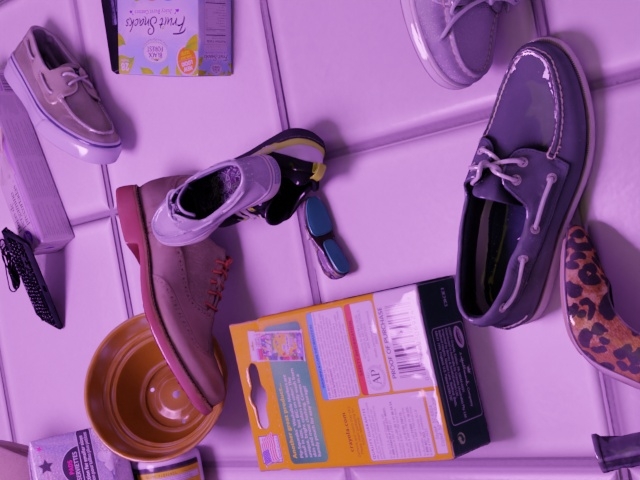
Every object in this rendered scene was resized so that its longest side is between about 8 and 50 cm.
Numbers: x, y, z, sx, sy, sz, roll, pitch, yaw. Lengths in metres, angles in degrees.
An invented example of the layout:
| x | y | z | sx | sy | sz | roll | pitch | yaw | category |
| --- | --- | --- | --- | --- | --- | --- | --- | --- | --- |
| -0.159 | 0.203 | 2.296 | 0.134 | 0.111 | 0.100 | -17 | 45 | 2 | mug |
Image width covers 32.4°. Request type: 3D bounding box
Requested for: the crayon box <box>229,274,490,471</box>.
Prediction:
| x | y | z | sx | sy | sz | roll | pitch | yaw | category |
| --- | --- | --- | --- | --- | --- | --- | --- | --- | --- |
| 0.040 | 0.172 | 1.369 | 0.323 | 0.083 | 0.203 | -15 | 86 | 42 | crayon box |

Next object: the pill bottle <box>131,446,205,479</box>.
| x | y | z | sx | sy | sz | roll | pitch | yaw | category |
| --- | --- | --- | --- | --- | --- | --- | --- | --- | --- |
| -0.212 | 0.402 | 1.617 | 0.103 | 0.103 | 0.184 | -13 | 87 | 42 | pill bottle |

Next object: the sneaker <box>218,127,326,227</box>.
| x | y | z | sx | sy | sz | roll | pitch | yaw | category |
| --- | --- | --- | --- | --- | --- | --- | --- | --- | --- |
| -0.082 | -0.059 | 1.424 | 0.234 | 0.084 | 0.097 | -33 | 48 | 40 | sneaker |

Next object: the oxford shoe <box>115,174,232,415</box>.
| x | y | z | sx | sy | sz | roll | pitch | yaw | category |
| --- | --- | --- | --- | --- | --- | --- | --- | --- | --- |
| -0.178 | 0.062 | 1.506 | 0.130 | 0.123 | 0.348 | -19 | 74 | -2 | oxford shoe |

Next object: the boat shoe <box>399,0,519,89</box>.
| x | y | z | sx | sy | sz | roll | pitch | yaw | category |
| --- | --- | --- | --- | --- | --- | --- | --- | --- | --- |
| 0.158 | -0.323 | 1.170 | 0.103 | 0.118 | 0.321 | 4 | 92 | 46 | boat shoe |

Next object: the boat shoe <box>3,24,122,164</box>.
| x | y | z | sx | sy | sz | roll | pitch | yaw | category |
| --- | --- | --- | --- | --- | --- | --- | --- | --- | --- |
| -0.398 | -0.227 | 1.692 | 0.302 | 0.109 | 0.094 | 44 | 121 | 32 | boat shoe |

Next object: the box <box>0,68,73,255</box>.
| x | y | z | sx | sy | sz | roll | pitch | yaw | category |
| --- | --- | --- | --- | --- | --- | --- | --- | --- | --- |
| -0.502 | -0.132 | 1.826 | 0.063 | 0.067 | 0.324 | -34 | 74 | 41 | box |

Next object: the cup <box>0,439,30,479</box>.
| x | y | z | sx | sy | sz | roll | pitch | yaw | category |
| --- | --- | --- | --- | --- | --- | --- | --- | --- | --- |
| -0.493 | 0.459 | 1.771 | 0.331 | 0.331 | 0.237 | 11 | 80 | 41 | cup |

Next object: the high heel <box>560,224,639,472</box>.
| x | y | z | sx | sy | sz | roll | pitch | yaw | category |
| --- | --- | --- | --- | --- | --- | --- | --- | --- | --- |
| 0.347 | 0.091 | 1.104 | 0.186 | 0.093 | 0.261 | -16 | 72 | 20 | high heel |

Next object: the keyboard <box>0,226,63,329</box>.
| x | y | z | sx | sy | sz | roll | pitch | yaw | category |
| --- | --- | --- | --- | --- | --- | --- | --- | --- | --- |
| -0.487 | 0.068 | 1.806 | 0.100 | 0.038 | 0.192 | 26 | 141 | 38 | keyboard |

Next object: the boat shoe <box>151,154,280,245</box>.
| x | y | z | sx | sy | sz | roll | pitch | yaw | category |
| --- | --- | --- | --- | --- | --- | --- | --- | --- | --- |
| -0.153 | -0.053 | 1.395 | 0.227 | 0.081 | 0.079 | -25 | 75 | 38 | boat shoe |

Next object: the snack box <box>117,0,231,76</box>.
| x | y | z | sx | sy | sz | roll | pitch | yaw | category |
| --- | --- | --- | --- | --- | --- | --- | --- | --- | --- |
| -0.204 | -0.332 | 1.523 | 0.174 | 0.070 | 0.207 | 8 | 103 | 41 | snack box |

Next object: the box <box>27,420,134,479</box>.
| x | y | z | sx | sy | sz | roll | pitch | yaw | category |
| --- | --- | --- | --- | --- | --- | --- | --- | --- | --- |
| -0.339 | 0.408 | 1.606 | 0.163 | 0.142 | 0.247 | 129 | 128 | -67 | box |

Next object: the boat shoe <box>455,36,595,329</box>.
| x | y | z | sx | sy | sz | roll | pitch | yaw | category |
| --- | --- | --- | --- | --- | --- | --- | --- | --- | --- |
| 0.208 | -0.056 | 1.171 | 0.116 | 0.099 | 0.320 | 20 | 109 | 41 | boat shoe |

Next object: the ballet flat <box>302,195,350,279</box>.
| x | y | z | sx | sy | sz | roll | pitch | yaw | category |
| --- | --- | --- | --- | --- | --- | --- | --- | --- | --- |
| 0.000 | 0.000 | 1.410 | 0.041 | 0.041 | 0.114 | -35 | 72 | 39 | ballet flat |

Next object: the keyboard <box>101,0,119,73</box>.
| x | y | z | sx | sy | sz | roll | pitch | yaw | category |
| --- | --- | --- | --- | --- | --- | --- | --- | --- | --- |
| -0.291 | -0.345 | 1.629 | 0.108 | 0.023 | 0.180 | -8 | 91 | 53 | keyboard |

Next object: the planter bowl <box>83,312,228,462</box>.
| x | y | z | sx | sy | sz | roll | pitch | yaw | category |
| --- | --- | --- | --- | --- | --- | --- | --- | --- | --- |
| -0.222 | 0.215 | 1.582 | 0.217 | 0.090 | 0.217 | -4 | 73 | 14 | planter bowl |
